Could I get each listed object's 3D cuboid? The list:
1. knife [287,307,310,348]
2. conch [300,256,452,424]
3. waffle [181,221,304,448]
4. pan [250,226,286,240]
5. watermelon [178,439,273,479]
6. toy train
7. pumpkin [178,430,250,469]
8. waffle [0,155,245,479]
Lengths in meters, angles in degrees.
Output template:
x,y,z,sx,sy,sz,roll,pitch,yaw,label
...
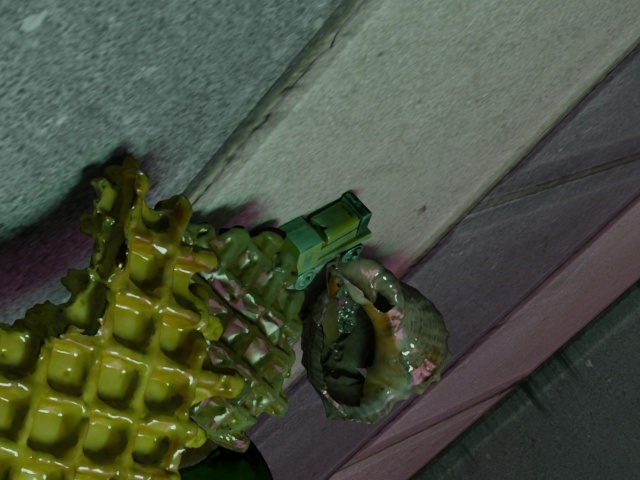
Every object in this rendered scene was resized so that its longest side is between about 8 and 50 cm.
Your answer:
x,y,z,sx,sy,sz,roll,pitch,yaw,label
-0.043,0.130,2.058,0.030,0.014,0.207,-28,162,-27,knife
0.048,0.109,1.928,0.163,0.178,0.245,0,145,23,conch
-0.104,0.083,1.481,0.214,0.208,0.054,-11,-163,-36,waffle
-0.065,0.020,1.637,0.068,0.023,0.115,-45,170,-19,pan
-0.167,0.299,1.867,0.242,0.242,0.242,-33,165,-10,watermelon
0.000,0.000,1.692,0.122,0.050,0.081,-29,153,-28,toy train
-0.129,0.144,1.630,0.219,0.162,0.219,-38,166,-11,pumpkin
-0.182,0.093,1.210,0.293,0.259,0.069,-28,-163,-32,waffle
